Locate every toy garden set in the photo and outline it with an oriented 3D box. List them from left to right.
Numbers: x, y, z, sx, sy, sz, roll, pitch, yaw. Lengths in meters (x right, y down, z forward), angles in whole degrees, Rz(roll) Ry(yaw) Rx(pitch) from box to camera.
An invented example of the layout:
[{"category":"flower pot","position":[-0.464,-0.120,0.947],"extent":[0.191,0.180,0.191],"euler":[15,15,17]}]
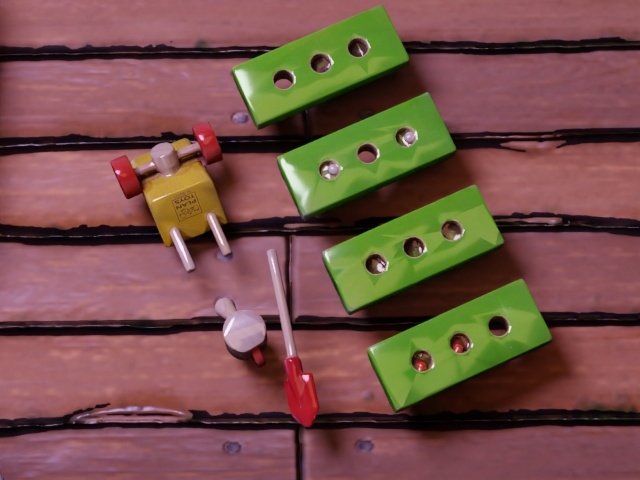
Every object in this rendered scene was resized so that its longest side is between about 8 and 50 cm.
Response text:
[{"category":"toy garden set","position":[0.000,0.000,1.141],"extent":[0.204,0.049,0.244],"euler":[-24,77,-7]}]

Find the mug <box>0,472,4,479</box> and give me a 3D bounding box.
[{"category":"mug","position":[-0.334,0.220,0.992],"extent":[0.328,0.276,0.374],"euler":[43,103,6]}]
